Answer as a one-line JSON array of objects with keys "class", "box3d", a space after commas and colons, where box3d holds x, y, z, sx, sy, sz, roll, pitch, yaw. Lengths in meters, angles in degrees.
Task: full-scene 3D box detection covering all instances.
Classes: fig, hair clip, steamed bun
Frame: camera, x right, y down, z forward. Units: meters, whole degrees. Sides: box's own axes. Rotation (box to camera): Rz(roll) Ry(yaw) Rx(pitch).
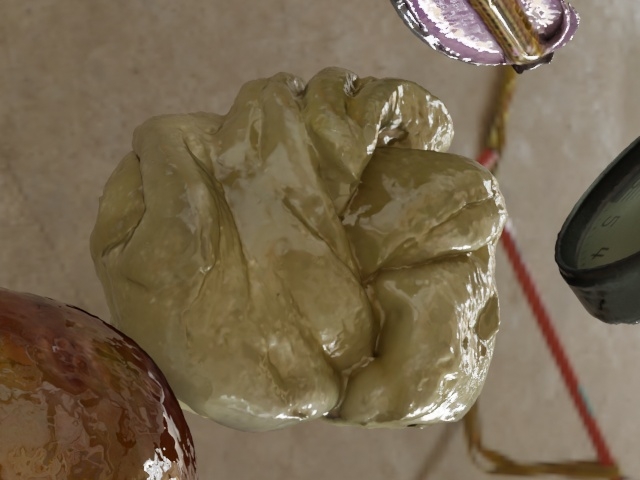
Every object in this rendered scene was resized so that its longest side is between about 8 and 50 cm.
[{"class": "fig", "box3d": [-0.158, 0.124, 0.648, 0.224, 0.263, 0.224, 28, 46, -33]}, {"class": "hair clip", "box3d": [0.113, -0.224, 1.246, 0.110, 0.095, 0.359, -49, 150, 1]}, {"class": "steamed bun", "box3d": [0.002, -0.003, 1.177, 0.372, 0.230, 0.325, 11, 38, -30]}]

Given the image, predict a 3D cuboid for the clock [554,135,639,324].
[{"class": "clock", "box3d": [0.253, -0.037, 1.013, 0.049, 0.226, 0.226, 46, 49, -10]}]
